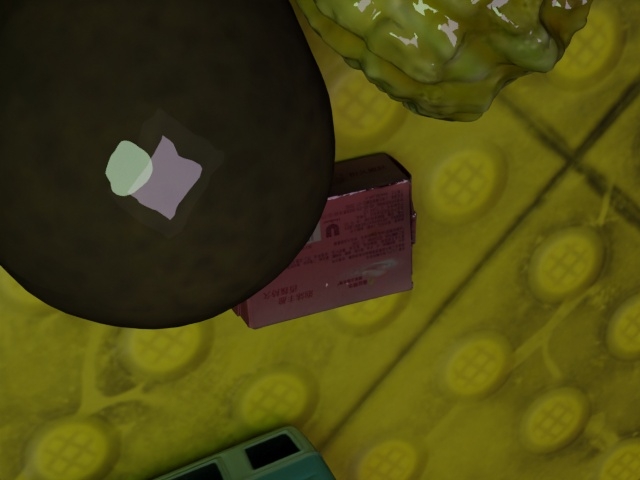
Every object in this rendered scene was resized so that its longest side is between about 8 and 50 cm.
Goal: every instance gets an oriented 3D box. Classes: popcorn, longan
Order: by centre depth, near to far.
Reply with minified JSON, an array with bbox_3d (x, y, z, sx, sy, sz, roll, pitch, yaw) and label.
[{"bbox_3d":[-0.110,-0.070,0.778,0.258,0.258,0.258,-10,120,-18],"label":"longan"},{"bbox_3d":[0.062,-0.201,0.788,0.174,0.286,0.225,-38,103,16],"label":"popcorn"}]

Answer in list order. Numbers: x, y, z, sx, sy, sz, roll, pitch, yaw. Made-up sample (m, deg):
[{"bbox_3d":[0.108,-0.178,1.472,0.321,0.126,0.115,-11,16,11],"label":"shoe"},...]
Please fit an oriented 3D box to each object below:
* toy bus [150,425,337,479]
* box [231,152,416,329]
[{"bbox_3d":[-0.105,0.272,1.013,0.271,0.165,0.133,-21,122,-10],"label":"toy bus"},{"bbox_3d":[0.000,0.000,0.974,0.156,0.060,0.111,-11,121,-14],"label":"box"}]
